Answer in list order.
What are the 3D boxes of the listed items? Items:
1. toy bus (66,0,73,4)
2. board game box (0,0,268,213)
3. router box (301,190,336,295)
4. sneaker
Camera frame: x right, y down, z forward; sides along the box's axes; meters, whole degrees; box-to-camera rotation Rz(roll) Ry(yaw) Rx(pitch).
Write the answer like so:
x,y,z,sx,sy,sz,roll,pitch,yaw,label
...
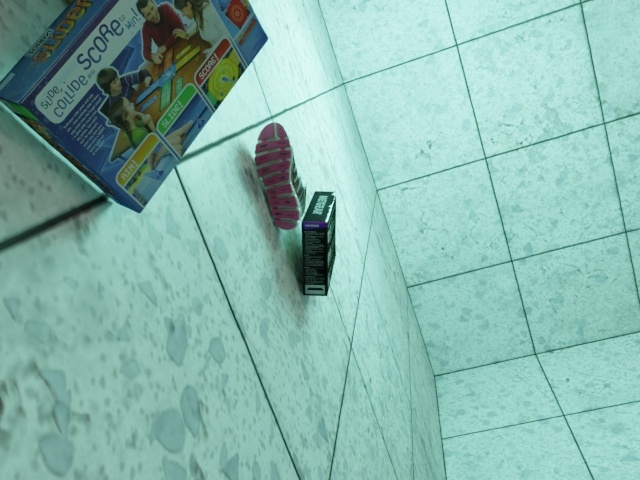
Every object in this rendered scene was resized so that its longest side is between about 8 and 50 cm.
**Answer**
x,y,z,sx,sy,sz,roll,pitch,yaw,label
-0.156,-0.290,0.626,0.332,0.108,0.130,-89,158,-52,toy bus
-0.130,-0.140,0.444,0.201,0.035,0.136,-58,148,-17,board game box
0.000,0.000,1.004,0.179,0.046,0.133,-73,164,-69,router box
-0.060,-0.103,0.920,0.075,0.063,0.170,-40,118,-76,sneaker
